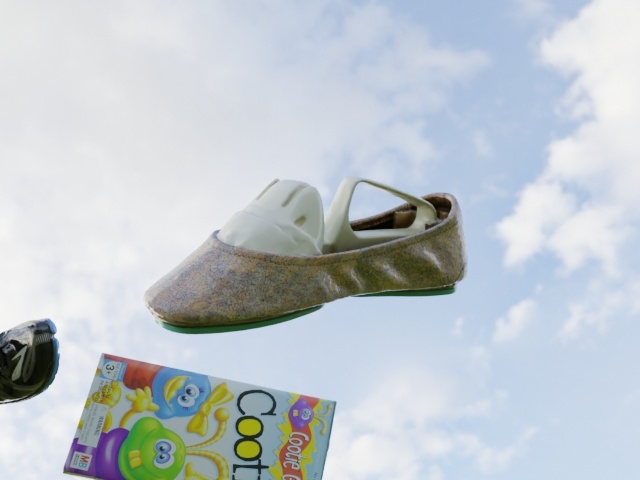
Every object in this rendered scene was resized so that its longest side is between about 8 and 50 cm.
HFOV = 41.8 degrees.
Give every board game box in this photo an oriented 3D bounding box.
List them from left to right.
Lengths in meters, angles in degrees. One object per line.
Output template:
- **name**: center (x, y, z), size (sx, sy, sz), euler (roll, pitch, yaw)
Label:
- **board game box**: center (-0.131, 0.243, 0.979), size (0.275, 0.142, 0.144), euler (11, -25, 3)

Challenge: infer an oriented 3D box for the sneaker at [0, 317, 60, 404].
- **sneaker**: center (-0.319, 0.124, 0.779), size (0.188, 0.067, 0.078), euler (-22, -18, 19)

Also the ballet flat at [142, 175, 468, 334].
- **ballet flat**: center (0.000, 0.000, 0.691), size (0.316, 0.107, 0.106), euler (-7, -71, -40)
